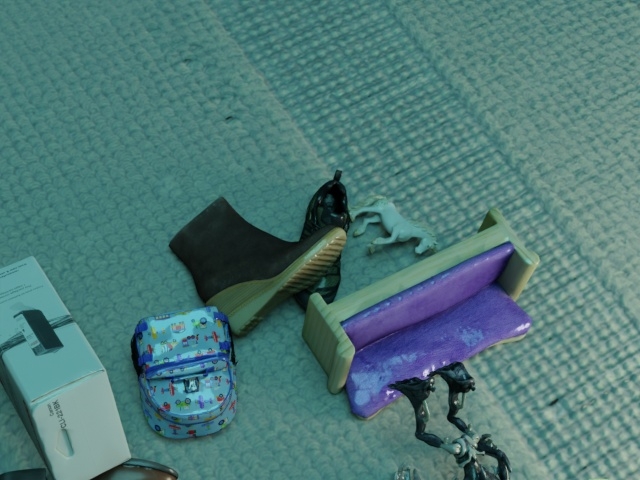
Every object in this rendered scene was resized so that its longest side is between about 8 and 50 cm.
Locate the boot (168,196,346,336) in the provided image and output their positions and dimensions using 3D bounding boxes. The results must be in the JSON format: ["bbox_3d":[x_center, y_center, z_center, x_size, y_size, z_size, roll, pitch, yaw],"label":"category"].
[{"bbox_3d":[-0.103,0.004,2.000,0.248,0.090,0.207,-40,67,9],"label":"boot"}]

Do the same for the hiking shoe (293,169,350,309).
[{"bbox_3d":[0.000,0.000,2.044,0.086,0.114,0.227,7,61,-3],"label":"hiking shoe"}]

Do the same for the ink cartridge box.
[{"bbox_3d":[-0.383,0.185,1.799,0.114,0.197,0.273,-24,45,-18],"label":"ink cartridge box"}]

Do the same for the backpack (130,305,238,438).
[{"bbox_3d":[-0.199,0.201,1.912,0.158,0.117,0.173,-6,66,-9],"label":"backpack"}]

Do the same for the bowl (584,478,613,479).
[{"bbox_3d":[0.408,0.442,1.882,0.170,0.080,0.170,3,62,-6],"label":"bowl"}]

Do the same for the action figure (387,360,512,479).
[{"bbox_3d":[0.199,0.324,1.891,0.164,0.141,0.276,-18,92,-25],"label":"action figure"}]

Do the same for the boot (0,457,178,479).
[{"bbox_3d":[-0.320,0.450,1.776,0.264,0.096,0.280,-3,64,-12],"label":"boot"}]

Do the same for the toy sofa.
[{"bbox_3d":[0.165,0.113,1.986,0.362,0.150,0.177,-25,67,-19],"label":"toy sofa"}]

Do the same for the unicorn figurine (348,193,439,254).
[{"bbox_3d":[0.119,-0.019,2.101,0.111,0.060,0.162,-25,68,-18],"label":"unicorn figurine"}]
